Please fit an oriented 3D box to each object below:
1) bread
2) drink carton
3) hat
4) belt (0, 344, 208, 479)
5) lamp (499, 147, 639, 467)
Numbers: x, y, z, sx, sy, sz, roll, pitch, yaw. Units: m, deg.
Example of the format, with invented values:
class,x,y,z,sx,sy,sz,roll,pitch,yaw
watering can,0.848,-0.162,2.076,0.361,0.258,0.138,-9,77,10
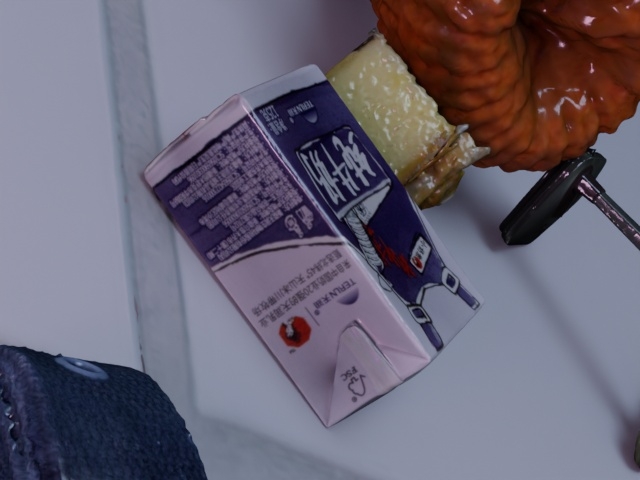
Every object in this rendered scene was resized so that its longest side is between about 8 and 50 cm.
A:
class,x,y,z,sx,sy,sz,roll,pitch,yaw
bread,0.045,-0.078,1.203,0.147,0.127,0.152,53,-5,4
drink carton,0.000,0.001,1.007,0.222,0.102,0.134,55,26,0
hat,0.158,-0.265,1.315,0.285,0.285,0.400,31,24,-35
belt,-0.122,0.144,0.631,0.128,0.122,0.218,18,45,-43
lamp,0.295,0.052,1.373,0.283,0.124,0.203,60,19,8
